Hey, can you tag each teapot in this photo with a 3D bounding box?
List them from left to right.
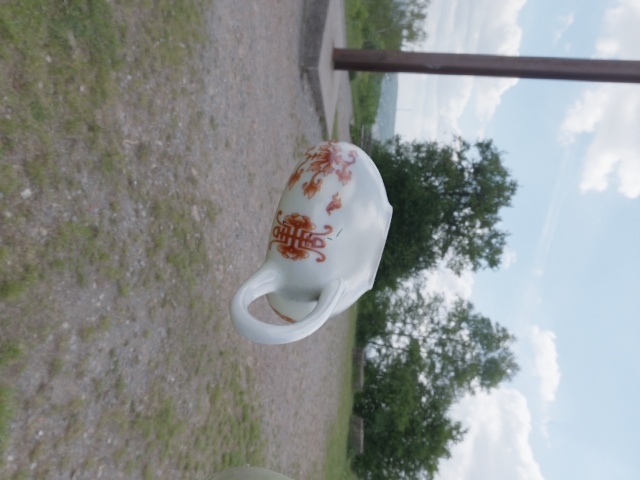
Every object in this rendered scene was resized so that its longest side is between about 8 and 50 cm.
[{"bbox_3d":[0.000,0.000,0.371,0.159,0.116,0.245,-65,176,29],"label":"teapot"}]

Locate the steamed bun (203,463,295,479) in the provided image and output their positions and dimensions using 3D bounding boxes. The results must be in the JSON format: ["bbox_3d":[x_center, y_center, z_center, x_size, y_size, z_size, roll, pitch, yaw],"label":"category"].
[{"bbox_3d":[-0.069,0.341,0.256,0.333,0.233,0.312,-60,175,37],"label":"steamed bun"}]
